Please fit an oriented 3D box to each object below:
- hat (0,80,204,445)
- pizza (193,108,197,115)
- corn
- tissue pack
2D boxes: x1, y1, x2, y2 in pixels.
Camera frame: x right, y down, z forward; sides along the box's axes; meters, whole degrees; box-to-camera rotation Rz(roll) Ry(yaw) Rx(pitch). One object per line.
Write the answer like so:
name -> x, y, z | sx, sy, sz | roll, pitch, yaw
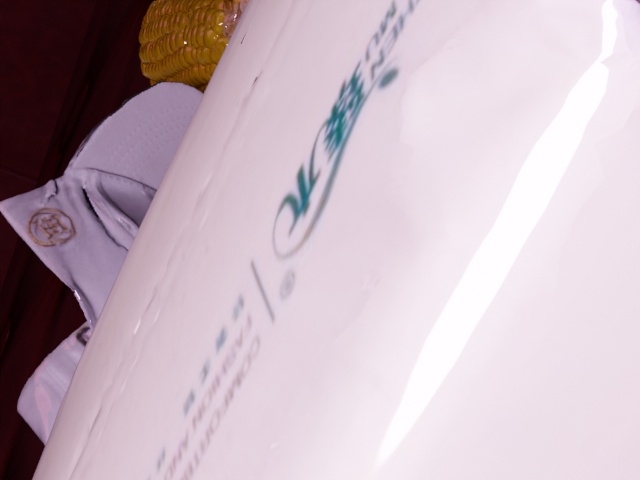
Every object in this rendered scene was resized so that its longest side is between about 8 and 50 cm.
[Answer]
hat -> -0.121, 0.033, 1.336 | 0.301, 0.168, 0.258 | -51, -19, -36
pizza -> -0.016, -0.057, 1.069 | 0.182, 0.062, 0.161 | -17, 60, 32
corn -> -0.088, -0.173, 1.494 | 0.119, 0.119, 0.322 | -70, 15, -4
tissue pack -> 0.035, 0.082, 0.500 | 0.297, 0.207, 0.380 | -104, 38, -67
